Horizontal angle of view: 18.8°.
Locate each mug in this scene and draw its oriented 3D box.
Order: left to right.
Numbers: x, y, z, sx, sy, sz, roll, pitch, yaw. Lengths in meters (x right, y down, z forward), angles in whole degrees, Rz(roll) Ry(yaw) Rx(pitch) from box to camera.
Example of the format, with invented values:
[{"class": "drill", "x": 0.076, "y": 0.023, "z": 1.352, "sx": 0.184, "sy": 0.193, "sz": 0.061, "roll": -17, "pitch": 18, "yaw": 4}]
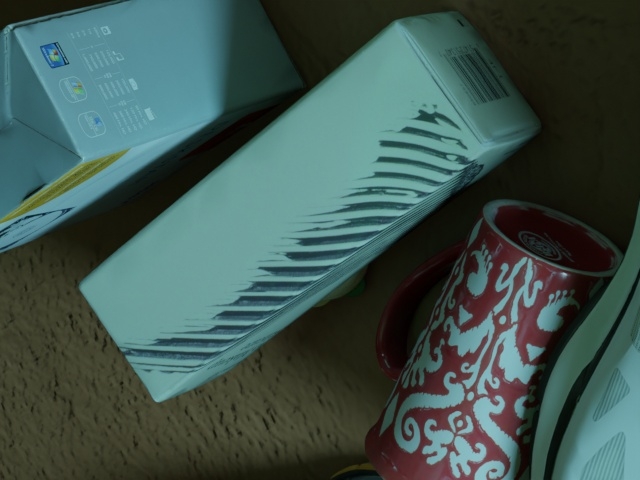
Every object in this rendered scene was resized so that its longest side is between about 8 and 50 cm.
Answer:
[{"class": "mug", "x": 0.093, "y": 0.062, "z": 1.151, "sx": 0.150, "sy": 0.113, "sz": 0.169, "roll": 30, "pitch": 115, "yaw": 20}]

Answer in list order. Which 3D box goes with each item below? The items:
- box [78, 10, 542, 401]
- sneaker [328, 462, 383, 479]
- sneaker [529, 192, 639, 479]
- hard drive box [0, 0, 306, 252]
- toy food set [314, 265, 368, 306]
[{"class": "box", "x": -0.008, "y": -0.020, "z": 1.166, "sx": 0.275, "sy": 0.113, "sz": 0.094, "roll": -39, "pitch": 82, "yaw": 27}, {"class": "sneaker", "x": -0.015, "y": 0.210, "z": 1.280, "sx": 0.215, "sy": 0.083, "sz": 0.084, "roll": -24, "pitch": 89, "yaw": 34}, {"class": "sneaker", "x": 0.216, "y": 0.099, "z": 0.969, "sx": 0.169, "sy": 0.257, "sz": 0.447, "roll": 8, "pitch": 111, "yaw": -4}, {"class": "hard drive box", "x": -0.150, "y": -0.072, "z": 1.190, "sx": 0.181, "sy": 0.232, "sz": 0.089, "roll": -31, "pitch": 87, "yaw": 36}, {"class": "toy food set", "x": 0.000, "y": 0.000, "z": 1.244, "sx": 0.082, "sy": 0.020, "sz": 0.083, "roll": -21, "pitch": 92, "yaw": 35}]
